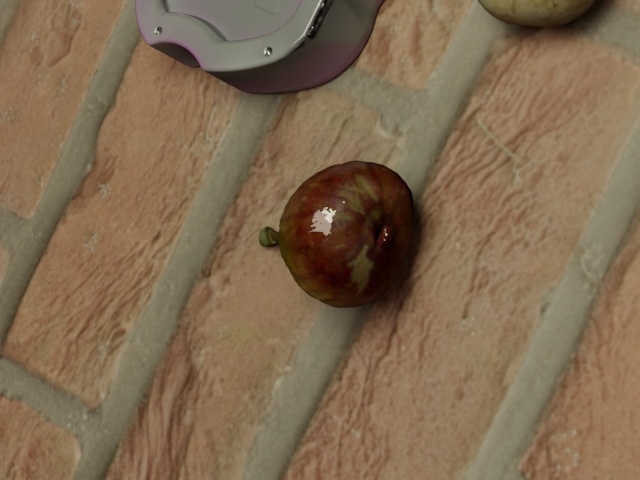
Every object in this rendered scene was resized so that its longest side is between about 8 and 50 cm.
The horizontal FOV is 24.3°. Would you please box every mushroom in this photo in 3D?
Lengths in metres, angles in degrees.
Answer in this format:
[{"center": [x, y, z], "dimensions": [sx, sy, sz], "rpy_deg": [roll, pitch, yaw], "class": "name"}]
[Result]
[{"center": [0.226, -0.302, 1.553], "dimensions": [0.166, 0.127, 0.166], "rpy_deg": [13, 110, 39], "class": "mushroom"}]

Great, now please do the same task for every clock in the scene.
[{"center": [-0.069, -0.341, 1.756], "dimensions": [0.338, 0.102, 0.339], "rpy_deg": [-7, 76, 31], "class": "clock"}]

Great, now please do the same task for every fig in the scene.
[{"center": [0.016, 0.005, 1.635], "dimensions": [0.143, 0.231, 0.160], "rpy_deg": [22, 68, -8], "class": "fig"}]
